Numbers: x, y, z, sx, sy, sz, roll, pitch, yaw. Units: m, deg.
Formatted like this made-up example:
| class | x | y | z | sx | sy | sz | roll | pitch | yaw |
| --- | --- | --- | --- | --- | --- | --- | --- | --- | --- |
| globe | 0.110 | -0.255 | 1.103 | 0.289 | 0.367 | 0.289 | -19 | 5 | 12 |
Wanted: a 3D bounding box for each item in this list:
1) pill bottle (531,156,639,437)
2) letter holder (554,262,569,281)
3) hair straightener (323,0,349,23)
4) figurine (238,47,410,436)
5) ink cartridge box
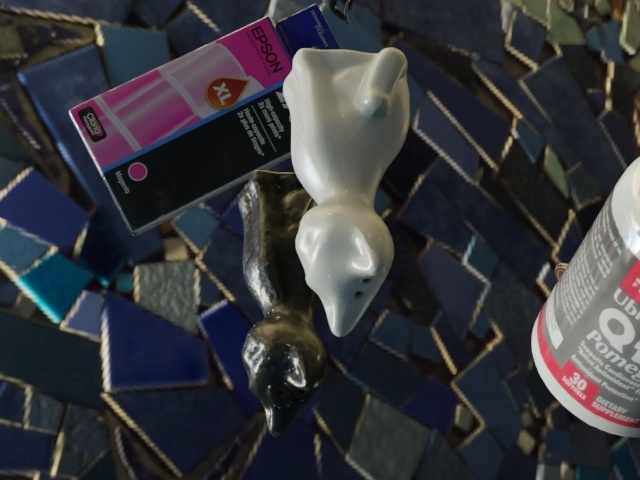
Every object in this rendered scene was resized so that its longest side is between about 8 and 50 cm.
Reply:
| class | x | y | z | sx | sy | sz | roll | pitch | yaw |
| --- | --- | --- | --- | --- | --- | --- | --- | --- | --- |
| pill bottle | 0.321 | 0.026 | 0.793 | 0.176 | 0.176 | 0.318 | 12 | 139 | -2 |
| letter holder | 0.448 | 0.111 | 1.098 | 0.214 | 0.152 | 0.302 | 17 | 145 | 56 |
| hair straightener | 0.054 | -0.349 | 1.077 | 0.089 | 0.047 | 0.230 | -28 | 157 | -20 |
| figurine | 0.000 | 0.000 | 0.625 | 0.092 | 0.209 | 0.215 | 12 | 139 | -13 |
| ink cartridge box | -0.120 | -0.167 | 1.173 | 0.371 | 0.176 | 0.069 | -28 | -179 | -13 |
